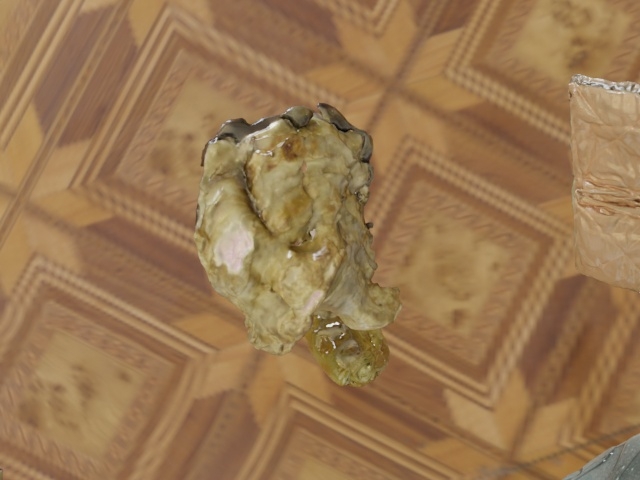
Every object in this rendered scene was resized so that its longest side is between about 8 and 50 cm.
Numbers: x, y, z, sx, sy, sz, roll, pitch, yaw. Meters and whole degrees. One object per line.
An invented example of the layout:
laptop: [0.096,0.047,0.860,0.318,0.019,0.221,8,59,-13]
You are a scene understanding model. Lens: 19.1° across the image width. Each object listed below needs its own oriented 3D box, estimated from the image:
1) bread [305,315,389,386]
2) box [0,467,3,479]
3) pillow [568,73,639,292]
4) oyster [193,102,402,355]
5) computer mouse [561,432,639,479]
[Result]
bread: [0.020,0.085,1.749,0.066,0.060,0.110,-20,69,-24]
box: [-0.276,0.277,1.482,0.041,0.050,0.207,2,89,-30]
pillow: [0.282,-0.044,1.717,0.126,0.232,0.043,14,41,26]
oyster: [0.000,0.000,1.249,0.191,0.081,0.163,27,90,-45]
computer mouse: [0.250,0.189,1.504,0.229,0.113,0.068,-20,100,31]
